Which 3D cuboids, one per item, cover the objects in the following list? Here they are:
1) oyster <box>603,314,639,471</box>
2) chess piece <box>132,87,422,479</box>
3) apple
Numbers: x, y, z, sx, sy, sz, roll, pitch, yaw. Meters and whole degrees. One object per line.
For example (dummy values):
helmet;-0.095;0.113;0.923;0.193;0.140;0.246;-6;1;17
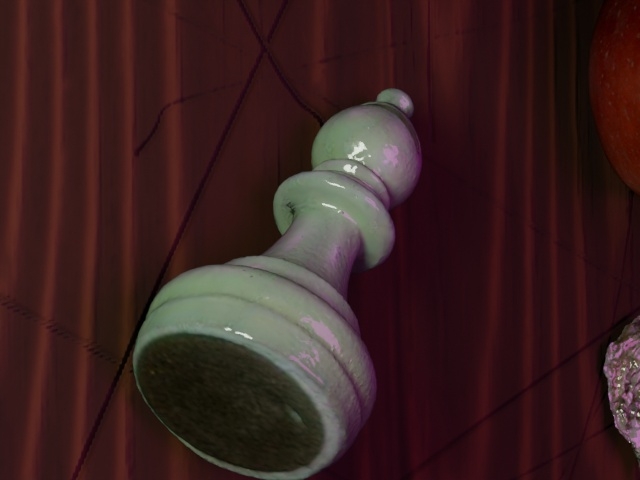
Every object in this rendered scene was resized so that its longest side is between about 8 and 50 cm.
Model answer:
oyster;0.248;0.116;1.334;0.100;0.037;0.098;53;55;-30
chess piece;0.000;0.000;1.050;0.139;0.139;0.272;54;43;-29
apple;0.304;-0.120;1.270;0.218;0.218;0.201;7;91;-44
